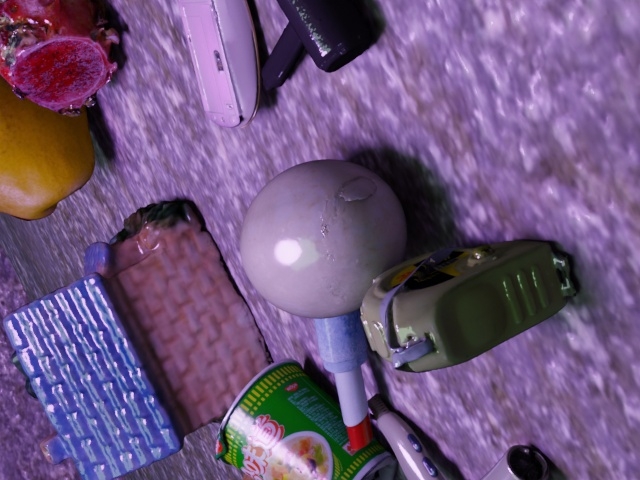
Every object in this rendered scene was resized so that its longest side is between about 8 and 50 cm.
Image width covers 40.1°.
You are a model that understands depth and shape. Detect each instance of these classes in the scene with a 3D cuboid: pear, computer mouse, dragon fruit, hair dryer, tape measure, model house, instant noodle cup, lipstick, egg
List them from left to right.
[{"bbox_3d":[-0.569,-0.240,1.588,0.386,0.340,0.191,43,140,-10],"label":"pear"},{"bbox_3d":[-0.429,-0.312,1.448,0.147,0.211,0.282,51,176,29],"label":"dragon fruit"},{"bbox_3d":[-0.390,0.192,1.614,0.445,0.400,0.395,-11,109,60],"label":"model house"},{"bbox_3d":[-0.134,-0.268,1.153,0.126,0.056,0.245,16,123,53],"label":"computer mouse"},{"bbox_3d":[-0.027,-0.218,1.030,0.114,0.070,0.248,58,154,5],"label":"hair dryer"},{"bbox_3d":[-0.015,0.334,1.371,0.232,0.207,0.207,33,141,28],"label":"instant noodle cup"},{"bbox_3d":[0.000,0.000,1.048,0.187,0.186,0.253,60,149,1],"label":"egg"},{"bbox_3d":[0.036,0.172,1.245,0.061,0.068,0.274,14,121,53],"label":"lipstick"},{"bbox_3d":[0.132,0.070,0.911,0.175,0.200,0.106,9,124,65],"label":"tape measure"},{"bbox_3d":[0.181,0.307,1.150,0.296,0.119,0.298,-45,63,53],"label":"hair dryer"}]

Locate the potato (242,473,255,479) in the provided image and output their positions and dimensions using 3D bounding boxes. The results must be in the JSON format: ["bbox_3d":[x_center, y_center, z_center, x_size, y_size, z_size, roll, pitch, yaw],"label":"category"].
[{"bbox_3d":[-0.064,0.509,1.643,0.150,0.146,0.234,-58,38,8],"label":"potato"}]

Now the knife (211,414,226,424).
[{"bbox_3d":[-0.139,0.356,1.728,0.089,0.043,0.365,36,158,-27],"label":"knife"}]
